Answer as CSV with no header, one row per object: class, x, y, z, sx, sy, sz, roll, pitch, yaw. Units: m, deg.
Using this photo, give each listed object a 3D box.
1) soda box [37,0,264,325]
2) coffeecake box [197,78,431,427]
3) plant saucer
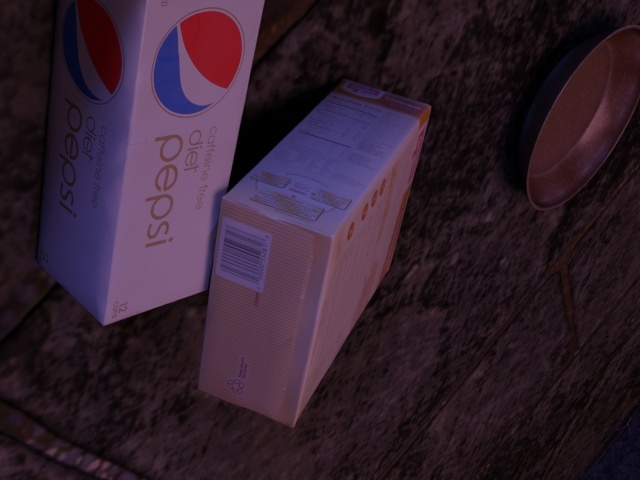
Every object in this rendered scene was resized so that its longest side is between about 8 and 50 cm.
soda box,-0.087,-0.068,0.450,0.074,0.069,0.216,-19,134,-44
coffeecake box,0.000,0.000,0.572,0.185,0.068,0.142,-52,158,-53
plant saucer,0.252,-0.124,0.886,0.199,0.036,0.198,-34,145,-29
